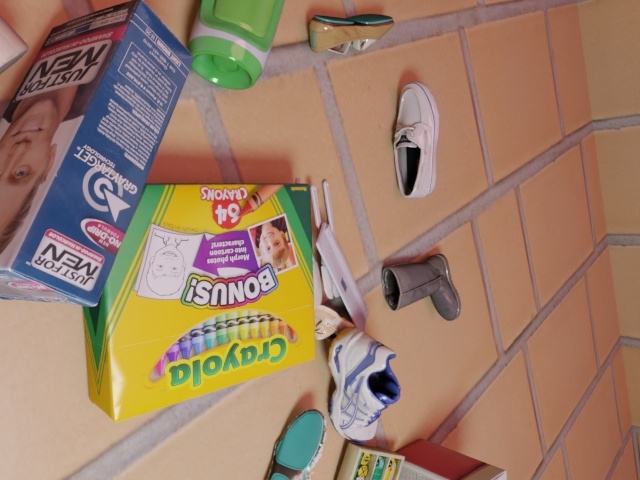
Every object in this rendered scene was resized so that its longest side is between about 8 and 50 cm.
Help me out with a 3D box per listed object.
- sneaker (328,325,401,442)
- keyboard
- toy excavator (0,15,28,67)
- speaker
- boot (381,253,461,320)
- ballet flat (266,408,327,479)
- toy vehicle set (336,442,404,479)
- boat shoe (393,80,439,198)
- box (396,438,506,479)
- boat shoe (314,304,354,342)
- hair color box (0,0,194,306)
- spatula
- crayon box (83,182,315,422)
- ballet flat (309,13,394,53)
[{"bbox_3d":[0.094,0.316,1.007,0.112,0.131,0.296,-37,131,-37],"label":"sneaker"},{"bbox_3d":[0.047,0.083,1.016,0.256,0.014,0.072,64,33,-31],"label":"keyboard"},{"bbox_3d":[-0.504,-0.053,0.434,0.433,0.445,0.222,-33,122,8],"label":"toy excavator"},{"bbox_3d":[-0.121,-0.405,0.825,0.131,0.131,0.296,24,75,-40],"label":"speaker"},{"bbox_3d":[0.244,0.130,1.206,0.209,0.076,0.189,-18,89,-48],"label":"boot"},{"bbox_3d":[-0.053,0.434,0.948,0.240,0.091,0.077,-63,158,-16],"label":"ballet flat"},{"bbox_3d":[0.082,0.579,1.078,0.166,0.035,0.266,28,76,-40],"label":"toy vehicle set"},{"bbox_3d":[0.209,-0.229,1.160,0.088,0.096,0.267,-16,110,-46],"label":"boat shoe"},{"bbox_3d":[0.290,0.574,1.149,0.127,0.232,0.148,-6,95,-42],"label":"box"},{"bbox_3d":[0.006,0.168,0.995,0.170,0.063,0.059,35,62,-38],"label":"boat shoe"},{"bbox_3d":[-0.293,-0.105,0.592,0.105,0.174,0.347,44,52,-51],"label":"hair color box"},{"bbox_3d":[0.000,0.000,0.982,0.168,0.019,0.241,-11,92,-63],"label":"spatula"},{"bbox_3d":[-0.173,0.069,0.797,0.363,0.106,0.312,-6,95,-43],"label":"crayon box"},{"bbox_3d":[0.062,-0.427,1.042,0.232,0.080,0.073,-21,133,-38],"label":"ballet flat"}]
